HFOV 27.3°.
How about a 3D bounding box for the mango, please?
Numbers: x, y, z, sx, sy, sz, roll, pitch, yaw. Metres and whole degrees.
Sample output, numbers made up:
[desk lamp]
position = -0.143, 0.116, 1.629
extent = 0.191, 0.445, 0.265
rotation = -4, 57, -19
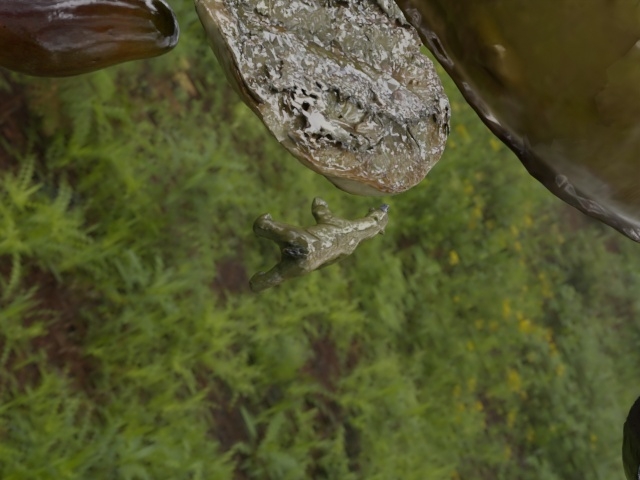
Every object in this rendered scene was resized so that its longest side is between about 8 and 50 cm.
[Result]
[mango]
position = -0.300, -0.254, 1.543
extent = 0.111, 0.268, 0.133
rotation = -115, -152, -66

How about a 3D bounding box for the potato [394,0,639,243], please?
[potato]
position = 0.235, -0.223, 0.710
extent = 0.442, 0.319, 0.385
rotation = 17, 46, -30

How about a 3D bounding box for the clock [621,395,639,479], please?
[clock]
position = 0.485, 0.229, 1.423
extent = 0.312, 0.313, 0.061
rotation = 51, 18, -26

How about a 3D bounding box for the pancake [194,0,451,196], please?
[pancake]
position = 0.001, -0.232, 1.541
extent = 0.382, 0.071, 0.382
rotation = 26, 49, -33

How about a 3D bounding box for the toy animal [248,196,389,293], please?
[toy animal]
position = 0.000, 0.000, 1.772
extent = 0.219, 0.101, 0.103
rotation = -19, 101, -50
